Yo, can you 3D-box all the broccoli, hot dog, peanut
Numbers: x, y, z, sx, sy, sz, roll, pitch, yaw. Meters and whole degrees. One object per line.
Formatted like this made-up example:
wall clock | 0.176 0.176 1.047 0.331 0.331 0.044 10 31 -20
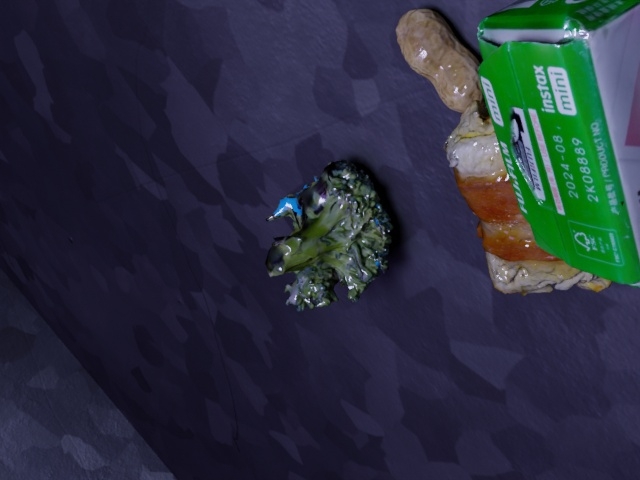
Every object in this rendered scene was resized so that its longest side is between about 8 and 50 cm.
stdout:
broccoli | 0.000 0.000 1.076 0.167 0.160 0.155 -31 77 41
hot dog | 0.192 -0.043 0.840 0.146 0.103 0.213 3 136 27
peanut | 0.109 -0.160 0.870 0.113 0.054 0.054 52 149 10

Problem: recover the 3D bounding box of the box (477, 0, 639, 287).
box | 0.224 -0.105 0.583 0.103 0.250 0.180 31 148 59
